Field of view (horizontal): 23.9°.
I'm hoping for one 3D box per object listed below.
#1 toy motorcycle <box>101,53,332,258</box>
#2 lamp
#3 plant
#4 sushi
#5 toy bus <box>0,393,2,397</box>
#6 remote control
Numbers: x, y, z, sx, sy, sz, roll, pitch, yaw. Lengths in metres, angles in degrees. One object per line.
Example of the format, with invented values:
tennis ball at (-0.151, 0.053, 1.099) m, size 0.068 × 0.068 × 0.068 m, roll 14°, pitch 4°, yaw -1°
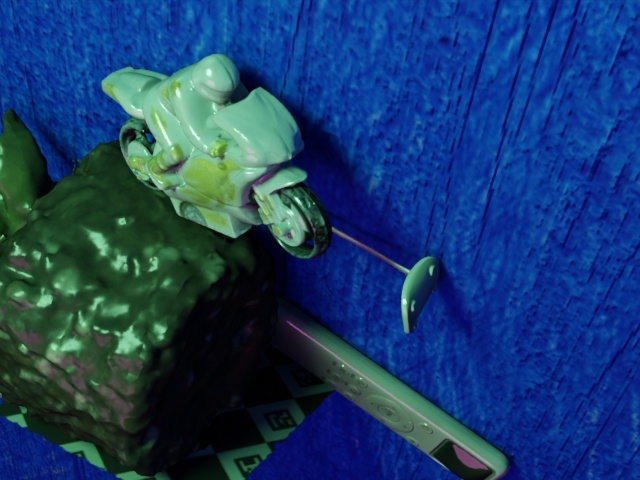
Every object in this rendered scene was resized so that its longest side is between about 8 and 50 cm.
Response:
toy motorcycle at (-0.079, -0.072, 1.097) m, size 0.229 × 0.074 × 0.151 m, roll 27°, pitch 139°, yaw 40°
lamp at (0.000, 0.000, 1.155) m, size 0.198 × 0.056 × 0.050 m, roll 28°, pitch 154°, yaw 21°
plant at (-0.206, 0.033, 1.257) m, size 0.312 × 0.215 × 0.213 m, roll 25°, pitch 148°, yaw 22°
sushi at (-0.132, 0.154, 1.341) m, size 0.220 × 0.231 × 0.047 m, roll 24°, pitch 127°, yaw 22°
toy bus at (-0.337, 0.099, 1.627) m, size 0.136 × 0.109 × 0.330 m, roll 54°, pitch 149°, yaw -12°
remote control at (0.048, 0.137, 1.329) m, size 0.261 × 0.029 × 0.067 m, roll 35°, pitch 152°, yaw 1°
